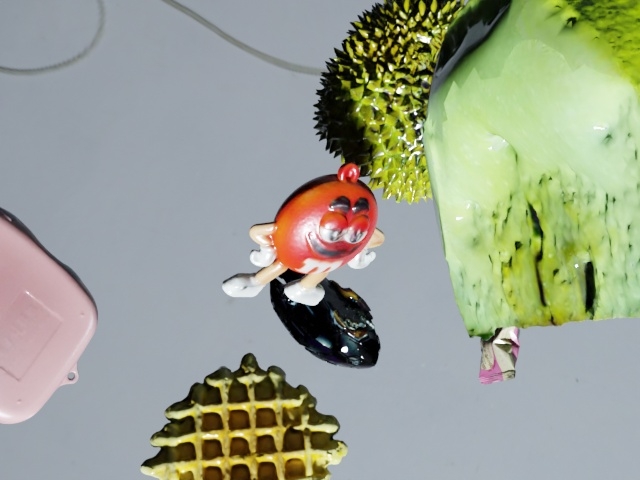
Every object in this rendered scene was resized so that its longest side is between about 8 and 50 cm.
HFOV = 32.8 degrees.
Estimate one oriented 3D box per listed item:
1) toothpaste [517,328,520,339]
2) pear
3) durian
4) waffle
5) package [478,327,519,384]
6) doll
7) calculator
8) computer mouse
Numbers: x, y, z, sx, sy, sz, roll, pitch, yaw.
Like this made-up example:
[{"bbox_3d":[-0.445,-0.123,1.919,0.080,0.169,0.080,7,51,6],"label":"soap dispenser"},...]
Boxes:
[{"bbox_3d":[0.297,0.161,1.695,0.021,0.140,0.037,13,109,10],"label":"toothpaste"},{"bbox_3d":[0.231,-0.092,0.843,0.238,0.342,0.318,-15,89,-22],"label":"pear"},{"bbox_3d":[0.119,-0.175,1.407,0.291,0.225,0.291,-8,124,-12],"label":"durian"},{"bbox_3d":[-0.108,0.296,1.528,0.250,0.056,0.261,37,70,12],"label":"waffle"},{"bbox_3d":[0.178,0.099,1.079,0.029,0.059,0.083,16,73,-22],"label":"package"},{"bbox_3d":[0.000,0.000,1.297,0.217,0.183,0.085,-52,48,29],"label":"doll"},{"bbox_3d":[-0.404,0.065,1.253,0.329,0.048,0.220,41,65,-23],"label":"calculator"},{"bbox_3d":[0.002,0.136,1.859,0.241,0.077,0.146,42,119,10],"label":"computer mouse"}]
